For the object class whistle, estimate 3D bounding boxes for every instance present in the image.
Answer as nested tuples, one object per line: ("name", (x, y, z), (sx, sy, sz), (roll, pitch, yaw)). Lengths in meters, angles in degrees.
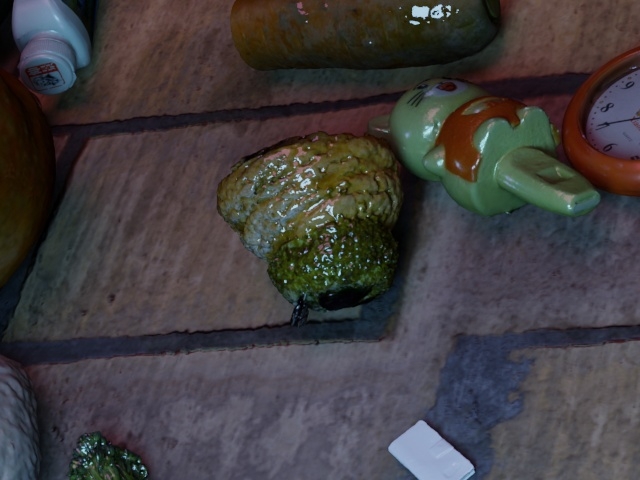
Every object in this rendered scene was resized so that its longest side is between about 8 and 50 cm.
("whistle", (0.162, -0.088, 1.785), (0.131, 0.106, 0.288), (-19, 30, -30))

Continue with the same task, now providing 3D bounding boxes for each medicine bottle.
("medicine bottle", (-0.322, -0.274, 2.225), (0.083, 0.121, 0.229), (-15, 44, 13))

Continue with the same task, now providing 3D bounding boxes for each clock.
("clock", (0.334, -0.119, 1.772), (0.205, 0.051, 0.205), (-16, 42, 15))

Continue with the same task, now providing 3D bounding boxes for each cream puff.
("cream puff", (0.000, 0.000, 1.774), (0.183, 0.183, 0.169), (-18, 71, 12))

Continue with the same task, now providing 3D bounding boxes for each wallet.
("wallet", (0.099, 0.194, 1.622), (0.044, 0.011, 0.083), (-39, 42, -11))

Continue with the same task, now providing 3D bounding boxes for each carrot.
("carrot", (0.050, -0.244, 1.997), (0.301, 0.139, 0.139), (-9, 45, 31))

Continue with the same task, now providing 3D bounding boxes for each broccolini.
("broccolini", (-0.116, 0.304, 1.611), (0.074, 0.079, 0.392), (-30, 48, -15))

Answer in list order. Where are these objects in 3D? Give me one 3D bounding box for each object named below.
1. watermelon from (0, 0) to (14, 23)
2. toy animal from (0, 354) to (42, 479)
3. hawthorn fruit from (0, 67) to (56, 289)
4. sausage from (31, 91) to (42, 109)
("watermelon", (-0.520, -0.345, 2.288), (0.359, 0.279, 0.279), (-37, 42, -4))
("toy animal", (-0.382, 0.210, 1.722), (0.226, 0.188, 0.358), (37, 39, 17))
("hawthorn fruit", (-0.488, -0.048, 1.925), (0.402, 0.403, 0.403), (-15, 44, 15))
("sausage", (-0.413, -0.159, 2.201), (0.194, 0.077, 0.077), (11, 55, 38))
